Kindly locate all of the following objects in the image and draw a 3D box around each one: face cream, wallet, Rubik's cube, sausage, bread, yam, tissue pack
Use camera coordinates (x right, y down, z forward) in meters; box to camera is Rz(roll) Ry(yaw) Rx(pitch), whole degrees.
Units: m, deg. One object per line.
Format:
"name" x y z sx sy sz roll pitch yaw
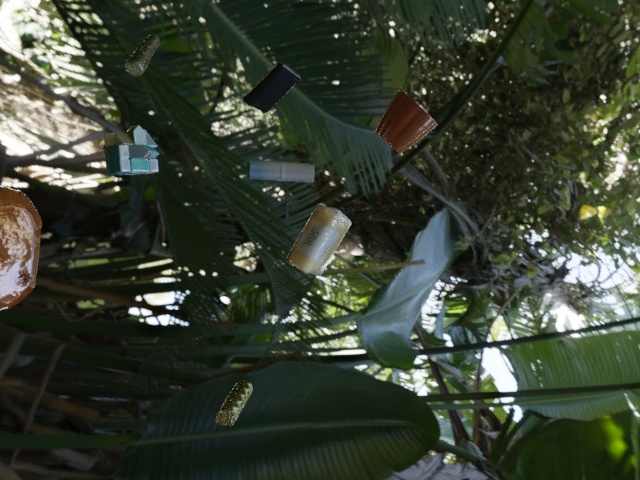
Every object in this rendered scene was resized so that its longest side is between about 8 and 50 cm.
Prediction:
"face cream" -0.151 -0.270 1.771 0.077 0.249 0.078 -177 -90 -83
"wallet" -0.209 -0.649 1.948 0.250 0.149 0.044 -38 -117 26
"Rubik's cube" -0.872 -0.411 2.076 0.265 0.224 0.213 2 -84 44
"sausage" -0.684 0.015 0.962 0.140 0.153 0.269 0 -95 40
"bread" -0.371 0.705 1.992 0.098 0.087 0.269 -56 179 16
"yam" -0.591 -0.626 1.521 0.061 0.061 0.274 -39 -146 28
"tissue pack" 0.000 0.000 1.451 0.090 0.186 0.222 32 -90 21

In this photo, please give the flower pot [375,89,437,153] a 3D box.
"flower pot" 0.306 -0.426 1.676 0.173 0.190 0.191 -49 -142 15
